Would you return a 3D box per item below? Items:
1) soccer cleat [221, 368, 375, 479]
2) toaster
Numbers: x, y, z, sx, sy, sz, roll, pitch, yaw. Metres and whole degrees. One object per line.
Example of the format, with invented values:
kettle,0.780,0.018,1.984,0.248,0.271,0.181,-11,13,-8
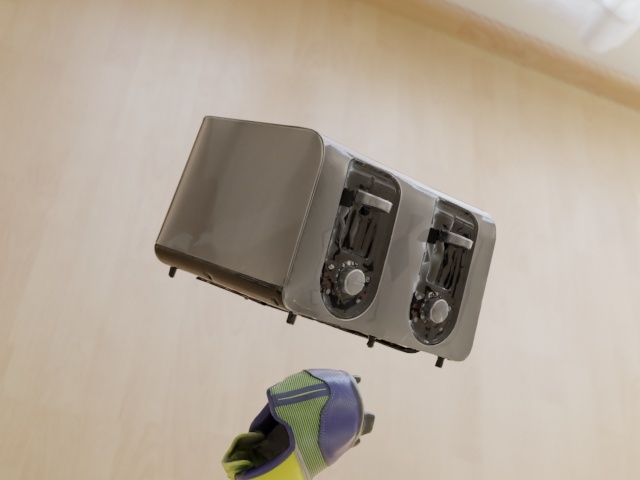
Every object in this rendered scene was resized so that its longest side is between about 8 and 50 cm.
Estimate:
soccer cleat,-0.052,0.219,0.928,0.121,0.289,0.093,0,49,-29
toaster,0.000,0.000,0.630,0.168,0.185,0.110,22,86,-39
